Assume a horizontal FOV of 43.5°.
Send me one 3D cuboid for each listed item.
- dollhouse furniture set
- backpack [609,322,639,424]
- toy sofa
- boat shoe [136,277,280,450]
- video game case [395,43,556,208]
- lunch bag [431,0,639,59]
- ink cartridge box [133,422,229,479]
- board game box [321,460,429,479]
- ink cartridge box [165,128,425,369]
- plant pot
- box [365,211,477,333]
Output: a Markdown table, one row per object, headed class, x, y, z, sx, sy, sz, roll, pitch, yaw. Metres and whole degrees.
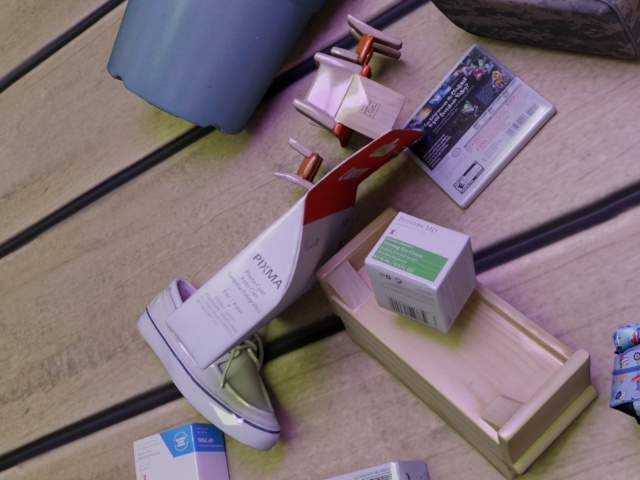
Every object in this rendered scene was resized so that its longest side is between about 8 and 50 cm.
| class | x | y | z | sx | sy | sz | roll | pitch | yaw |
| --- | --- | --- | --- | --- | --- | --- | --- | --- | --- |
| dollhouse furniture set | 0.045 | -0.186 | 1.180 | 0.135 | 0.259 | 0.262 | 26 | 93 | 3 |
| backpack | 0.394 | 0.144 | 0.879 | 0.158 | 0.173 | 0.116 | -12 | 70 | 32 |
| toy sofa | 0.174 | 0.133 | 1.069 | 0.150 | 0.177 | 0.362 | -42 | 54 | -12 |
| boat shoe | -0.154 | 0.170 | 1.284 | 0.156 | 0.136 | 0.367 | -55 | 45 | 5 |
| video game case | 0.220 | -0.170 | 1.180 | 0.190 | 0.022 | 0.173 | -49 | 56 | 14 |
| lunch bag | 0.320 | -0.401 | 1.057 | 0.305 | 0.213 | 0.255 | 20 | 92 | 37 |
| ink cartridge box | -0.215 | 0.420 | 1.275 | 0.134 | 0.078 | 0.230 | -24 | 65 | 27 |
| board game box | 0.058 | 0.469 | 1.062 | 0.224 | 0.097 | 0.303 | -23 | 65 | 26 |
| ink cartridge box | 0.000 | 0.000 | 1.110 | 0.385 | 0.308 | 0.091 | -39 | 86 | 16 |
| plant pot | -0.174 | -0.379 | 1.339 | 0.341 | 0.341 | 0.334 | 38 | 107 | 35 |
| box | 0.124 | 0.039 | 0.975 | 0.101 | 0.102 | 0.087 | 21 | 60 | 30 |
